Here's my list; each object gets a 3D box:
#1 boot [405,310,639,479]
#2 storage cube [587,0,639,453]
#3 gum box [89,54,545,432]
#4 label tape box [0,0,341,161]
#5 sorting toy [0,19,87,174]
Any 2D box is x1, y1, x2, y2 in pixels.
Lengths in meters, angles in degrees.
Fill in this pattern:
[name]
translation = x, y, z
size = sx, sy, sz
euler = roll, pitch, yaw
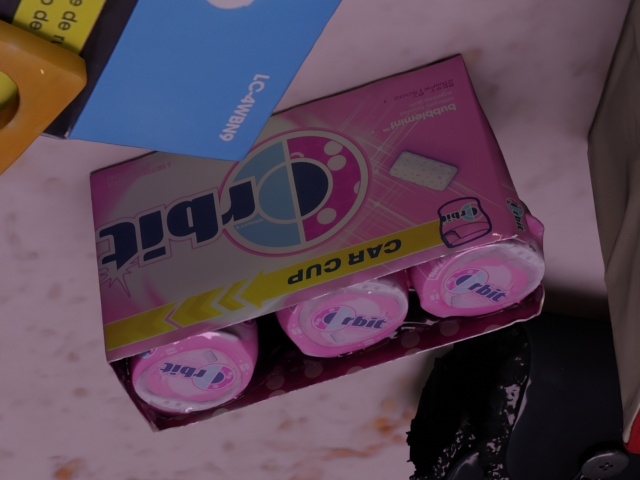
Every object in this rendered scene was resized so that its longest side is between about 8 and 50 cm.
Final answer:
[boot]
translation = 0.180, 0.069, 0.891
size = 0.207, 0.094, 0.246
euler = 10, 142, -29
[storage cube]
translation = 0.226, -0.029, 0.700
size = 0.193, 0.184, 0.215
euler = 5, 139, -5
[gum box]
translation = 0.000, 0.000, 0.759
size = 0.188, 0.107, 0.062
euler = -18, 140, 7
[label tape box]
translation = -0.139, -0.169, 0.529
size = 0.347, 0.115, 0.249
euler = 9, 137, -26
[sorting toy]
translation = -0.227, -0.076, 0.494
size = 0.347, 0.047, 0.196
euler = 12, 137, -26
